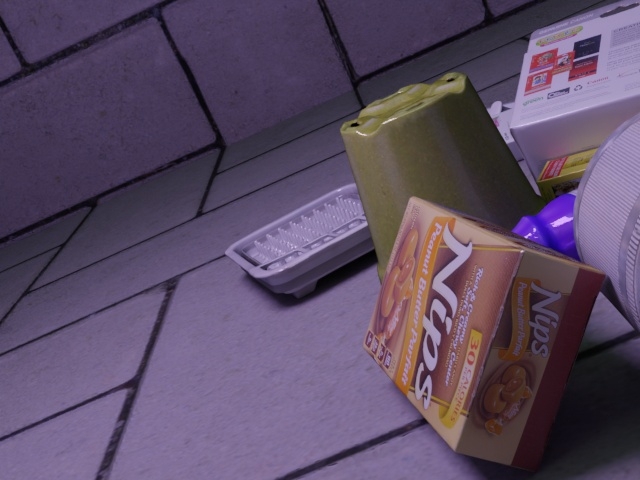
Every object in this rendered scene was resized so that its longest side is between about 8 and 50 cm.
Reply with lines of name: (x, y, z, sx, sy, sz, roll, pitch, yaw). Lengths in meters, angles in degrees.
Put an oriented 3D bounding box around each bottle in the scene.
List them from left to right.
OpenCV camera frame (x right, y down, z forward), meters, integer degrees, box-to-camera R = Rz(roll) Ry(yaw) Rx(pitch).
bottle: (0.323, -0.017, 1.167, 0.282, 0.092, 0.118, -26, 14, -1)

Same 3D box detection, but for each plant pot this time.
plant pot: (0.156, -0.073, 1.313, 0.276, 0.254, 0.276, -24, 14, 6)

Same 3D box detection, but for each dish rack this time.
dish rack: (0.000, 0.000, 1.668, 0.285, 0.072, 0.333, -29, 16, -11)

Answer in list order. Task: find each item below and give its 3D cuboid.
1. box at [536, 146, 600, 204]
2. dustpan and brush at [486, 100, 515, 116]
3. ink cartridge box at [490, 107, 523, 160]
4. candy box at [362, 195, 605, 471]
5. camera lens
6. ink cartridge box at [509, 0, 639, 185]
box: (0.421, -0.101, 1.362, 0.232, 0.058, 0.087, -16, 19, 33)
dustpan and brush: (0.318, -0.195, 1.834, 0.147, 0.060, 0.211, -11, 49, 42)
ink cartridge box: (0.308, -0.175, 1.745, 0.122, 0.052, 0.089, -18, 43, 15)
candy box: (0.142, 0.074, 0.970, 0.087, 0.183, 0.316, 15, 7, -14)
camera lens: (0.344, 0.003, 0.820, 0.219, 0.219, 0.274, -24, 15, 6)
ink cartridge box: (0.461, -0.240, 1.475, 0.309, 0.130, 0.272, -13, 38, 31)
